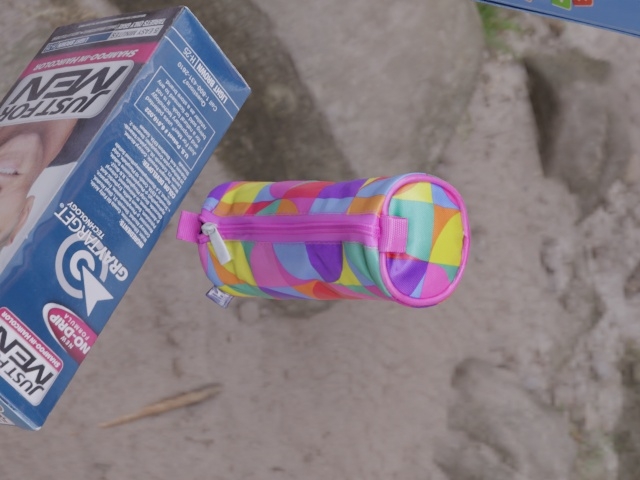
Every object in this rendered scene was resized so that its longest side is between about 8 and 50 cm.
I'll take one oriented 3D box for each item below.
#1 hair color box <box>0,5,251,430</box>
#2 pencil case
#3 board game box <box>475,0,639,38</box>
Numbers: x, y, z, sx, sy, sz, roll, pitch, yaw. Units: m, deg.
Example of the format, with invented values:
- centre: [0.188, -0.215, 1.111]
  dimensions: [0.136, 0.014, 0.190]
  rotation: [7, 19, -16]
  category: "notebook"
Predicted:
- centre: [-0.217, -0.026, 1.098]
  dimensions: [0.105, 0.174, 0.347]
  rotation: [51, 54, -35]
  category: "hair color box"
- centre: [0.000, 0.000, 1.026]
  dimensions: [0.104, 0.236, 0.104]
  rotation: [1, 88, -42]
  category: "pencil case"
- centre: [0.109, -0.180, 0.491]
  dimensions: [0.039, 0.160, 0.212]
  rotation: [-20, 119, -33]
  category: "board game box"
